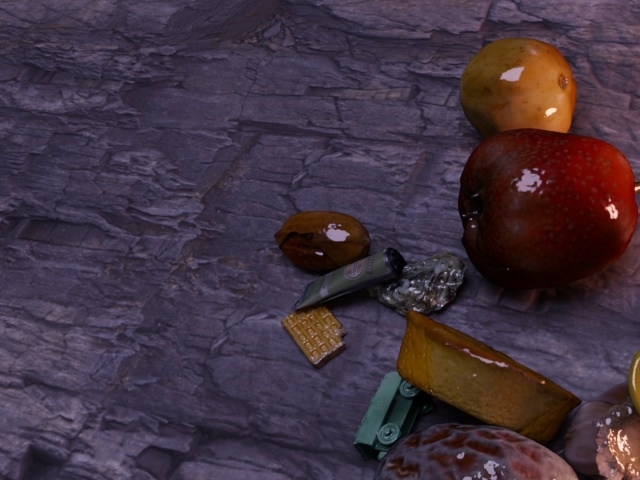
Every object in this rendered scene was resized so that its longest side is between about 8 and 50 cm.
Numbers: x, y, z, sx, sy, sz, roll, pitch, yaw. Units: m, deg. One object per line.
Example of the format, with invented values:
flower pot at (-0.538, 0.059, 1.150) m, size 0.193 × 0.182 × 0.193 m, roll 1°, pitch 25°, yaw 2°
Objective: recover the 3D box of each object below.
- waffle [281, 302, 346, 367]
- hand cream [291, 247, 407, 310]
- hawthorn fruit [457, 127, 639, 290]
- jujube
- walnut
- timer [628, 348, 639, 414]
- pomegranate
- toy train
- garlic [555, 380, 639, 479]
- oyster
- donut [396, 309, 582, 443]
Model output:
waffle at (-0.007, 0.166, 1.960) m, size 0.092 × 0.021 × 0.135 m, roll -35°, pitch 48°, yaw -10°
hand cream at (0.052, 0.069, 1.959) m, size 0.235 × 0.055 × 0.086 m, roll -21°, pitch 21°, yaw 29°
hawthorn fruit at (0.418, -0.068, 1.847) m, size 0.369 × 0.285 × 0.285 m, roll -14°, pitch 47°, yaw -4°
jujube at (0.216, 0.373, 1.537) m, size 0.308 × 0.246 × 0.215 m, roll 2°, pitch 76°, yaw 37°
walnut at (0.000, 0.000, 2.040) m, size 0.207 × 0.116 × 0.116 m, roll 7°, pitch 54°, yaw 26°
timer at (0.645, 0.138, 1.537) m, size 0.376 × 0.376 × 0.387 m, roll 8°, pitch 65°, yaw 26°
pomegranate at (0.386, -0.287, 2.071) m, size 0.233 × 0.233 × 0.233 m, roll -10°, pitch 49°, yaw 12°
toy train at (0.121, 0.293, 1.778) m, size 0.099 × 0.070 × 0.172 m, roll 4°, pitch 52°, yaw 36°
garlic at (0.408, 0.320, 1.566) m, size 0.256 × 0.207 × 0.207 m, roll -25°, pitch 47°, yaw 8°
oyster at (0.179, 0.077, 1.939) m, size 0.177 × 0.064 × 0.125 m, roll -32°, pitch 35°, yaw 1°
donut at (0.248, 0.219, 1.665) m, size 0.303 × 0.303 × 0.110 m, roll 27°, pitch 89°, yaw 35°
